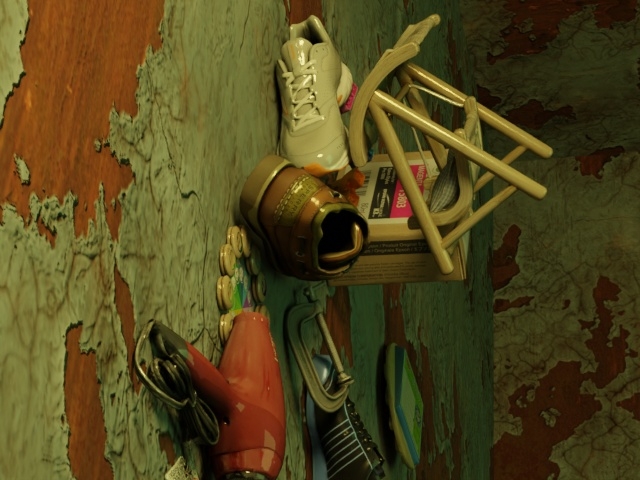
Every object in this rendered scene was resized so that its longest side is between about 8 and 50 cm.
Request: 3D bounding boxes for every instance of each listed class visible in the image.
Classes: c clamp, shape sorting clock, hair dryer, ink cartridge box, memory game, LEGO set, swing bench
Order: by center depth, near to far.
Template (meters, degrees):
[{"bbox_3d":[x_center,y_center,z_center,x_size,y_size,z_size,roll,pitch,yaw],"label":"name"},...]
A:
[{"bbox_3d":[-0.088,0.148,1.495,0.293,0.080,0.223,-61,144,-69],"label":"hair dryer"},{"bbox_3d":[-0.082,0.074,1.706,0.186,0.012,0.186,-5,90,-78],"label":"memory game"},{"bbox_3d":[0.004,0.132,1.945,0.137,0.022,0.160,-12,82,-62],"label":"c clamp"},{"bbox_3d":[0.148,-0.130,1.959,0.254,0.165,0.253,48,19,-4],"label":"swing bench"},{"bbox_3d":[0.004,-0.091,2.010,0.087,0.093,0.227,45,41,-26],"label":"LEGO set"},{"bbox_3d":[0.113,-0.035,2.211,0.234,0.193,0.088,-76,158,-57],"label":"ink cartridge box"},{"bbox_3d":[0.130,0.268,2.540,0.206,0.040,0.206,-7,90,-75],"label":"shape sorting clock"}]

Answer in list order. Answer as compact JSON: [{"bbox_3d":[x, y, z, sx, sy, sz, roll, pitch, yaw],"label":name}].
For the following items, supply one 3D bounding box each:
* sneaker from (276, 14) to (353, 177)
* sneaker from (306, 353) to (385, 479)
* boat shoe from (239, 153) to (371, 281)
[{"bbox_3d":[-0.020,-0.178,1.925,0.262,0.099,0.121,-91,162,-52],"label":"sneaker"},{"bbox_3d":[0.035,0.258,1.993,0.081,0.090,0.232,-4,89,-77],"label":"sneaker"},{"bbox_3d":[0.000,0.000,1.806,0.110,0.104,0.307,-60,159,-2],"label":"boat shoe"}]
